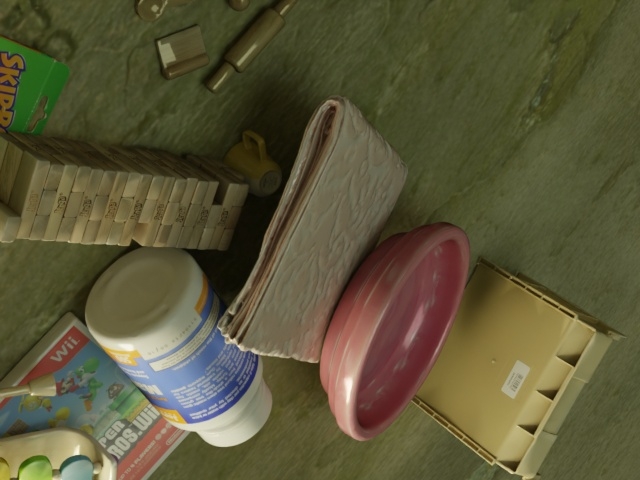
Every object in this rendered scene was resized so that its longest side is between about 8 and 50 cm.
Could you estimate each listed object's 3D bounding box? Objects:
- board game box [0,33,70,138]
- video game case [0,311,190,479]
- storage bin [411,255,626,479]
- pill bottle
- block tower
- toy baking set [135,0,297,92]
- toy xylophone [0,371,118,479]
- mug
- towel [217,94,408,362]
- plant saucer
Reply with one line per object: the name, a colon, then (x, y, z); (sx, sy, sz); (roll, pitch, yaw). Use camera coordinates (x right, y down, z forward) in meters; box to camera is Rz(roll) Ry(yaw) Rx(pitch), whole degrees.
board game box: (-0.384, -0.167, 1.207); (0.259, 0.039, 0.124); (21, 100, -43)
video game case: (-0.303, 0.240, 1.522); (0.204, 0.025, 0.285); (-47, 135, -9)
storage bin: (0.302, 0.199, 1.858); (0.123, 0.260, 0.262); (24, 98, -42)
pill bottle: (-0.164, 0.142, 1.493); (0.152, 0.152, 0.272); (-43, 134, -14)
block tower: (-0.225, -0.052, 1.346); (0.335, 0.091, 0.097); (1, 115, -48)
toy baking set: (-0.103, -0.296, 1.379); (0.256, 0.030, 0.197); (-46, 135, -10)
toy xylophone: (-0.397, 0.283, 1.392); (0.322, 0.081, 0.236); (-15, 129, -24)
mug: (-0.084, -0.089, 1.492); (0.062, 0.064, 0.078); (-46, 135, -9)
towel: (0.000, 0.000, 1.519); (0.317, 0.053, 0.332); (-65, 162, -2)
plant saucer: (0.099, 0.119, 1.699); (0.332, 0.084, 0.332); (-47, 151, -37)
